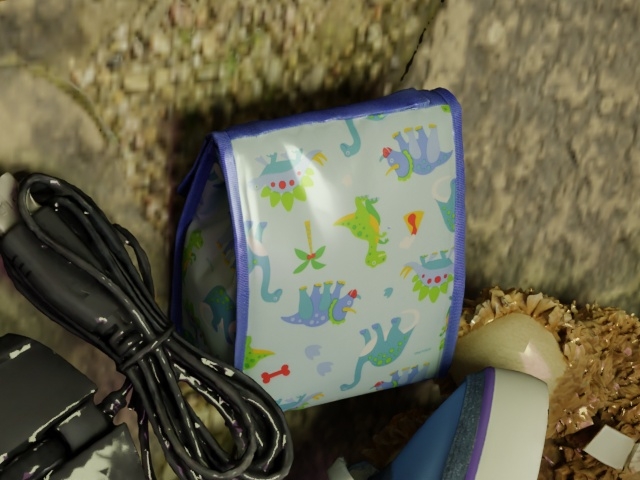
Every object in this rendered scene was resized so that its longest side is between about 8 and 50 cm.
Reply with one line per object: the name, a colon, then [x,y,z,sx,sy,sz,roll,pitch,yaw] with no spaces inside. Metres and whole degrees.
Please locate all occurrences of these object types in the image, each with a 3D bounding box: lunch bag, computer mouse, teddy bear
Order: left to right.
computer mouse: [-0.166,0.115,0.743,0.272,0.072,0.188,-41,91,4]
lunch bag: [0.000,0.000,0.803,0.129,0.096,0.151,-13,132,-25]
teddy bear: [0.176,0.109,0.966,0.338,0.113,0.245,-4,120,-24]

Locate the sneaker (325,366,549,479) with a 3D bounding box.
sneaker: [-0.052,0.171,0.810,0.236,0.130,0.323,26,91,2]
